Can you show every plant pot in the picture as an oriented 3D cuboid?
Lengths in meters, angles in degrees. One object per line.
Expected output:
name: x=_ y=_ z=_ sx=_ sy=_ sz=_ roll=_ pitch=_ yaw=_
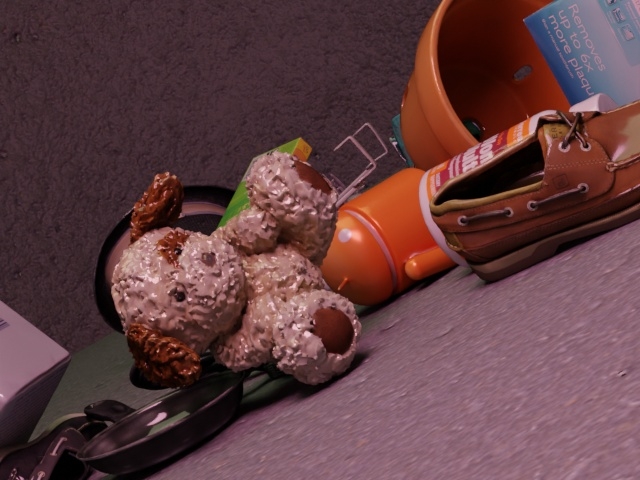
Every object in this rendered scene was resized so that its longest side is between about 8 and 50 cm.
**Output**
plant pot: x=0.229 y=-0.172 z=1.735 sx=0.291 sy=0.291 sz=0.203 roll=-32 pitch=-5 yaw=-28

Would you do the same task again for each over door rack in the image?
over door rack: x=0.000 y=0.000 z=1.926 sx=0.324 sy=0.108 sz=0.239 roll=-55 pitch=0 yaw=11

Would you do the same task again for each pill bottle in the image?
pill bottle: x=0.225 y=-0.065 z=1.471 sx=0.221 sy=0.121 sz=0.121 roll=-27 pitch=5 yaw=29

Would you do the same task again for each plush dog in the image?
plush dog: x=-0.104 y=0.052 z=1.415 sx=0.225 sy=0.262 sz=0.210 roll=7 pitch=-34 yaw=-23

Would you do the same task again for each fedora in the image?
fedora: x=-0.214 y=0.066 z=2.350 sx=0.334 sy=0.334 sz=0.152 roll=-31 pitch=40 yaw=-14

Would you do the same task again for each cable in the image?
cable: x=-0.132 y=0.141 z=1.597 sx=0.184 sy=0.047 sz=0.150 roll=-15 pitch=-16 yaw=39

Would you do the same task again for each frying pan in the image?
frying pan: x=-0.209 y=0.210 z=1.497 sx=0.326 sy=0.053 sz=0.197 roll=-22 pitch=7 yaw=41

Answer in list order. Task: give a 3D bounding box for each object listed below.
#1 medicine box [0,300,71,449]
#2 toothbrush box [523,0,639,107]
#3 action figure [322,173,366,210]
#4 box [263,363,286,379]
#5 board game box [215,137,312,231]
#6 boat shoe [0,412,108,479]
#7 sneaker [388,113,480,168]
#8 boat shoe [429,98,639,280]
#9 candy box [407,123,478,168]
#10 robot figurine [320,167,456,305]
medicine box: x=-0.476 y=0.186 z=1.583 sx=0.289 sy=0.263 sz=0.149 roll=-59 pitch=-9 yaw=25
toothbrush box: x=0.379 y=-0.204 z=1.452 sx=0.126 sy=0.216 sz=0.295 roll=-32 pitch=6 yaw=-22
action figure: x=-0.035 y=0.003 z=2.121 sx=0.285 sy=0.185 sz=0.099 roll=-36 pitch=26 yaw=-7
box: x=-0.015 y=0.124 z=1.531 sx=0.067 sy=0.018 sz=0.083 roll=-34 pitch=6 yaw=-42
board game box: x=-0.105 y=-0.035 z=2.047 sx=0.124 sy=0.039 sz=0.259 roll=-19 pitch=36 yaw=49
boat shoe: x=-0.300 y=0.261 z=1.595 sx=0.079 sy=0.084 sz=0.233 roll=12 pitch=11 yaw=17
sneaker: x=0.143 y=-0.091 z=1.902 sx=0.124 sy=0.178 sz=0.295 roll=-25 pitch=7 yaw=45
boat shoe: x=0.246 y=-0.070 z=1.320 sx=0.307 sy=0.104 sz=0.111 roll=-33 pitch=27 yaw=22
candy box: x=0.236 y=-0.140 z=2.167 sx=0.196 sy=0.070 sz=0.165 roll=-29 pitch=7 yaw=3
robot figurine: x=0.085 y=-0.004 z=1.645 sx=0.219 sy=0.158 sz=0.128 roll=-31 pitch=-18 yaw=-22
